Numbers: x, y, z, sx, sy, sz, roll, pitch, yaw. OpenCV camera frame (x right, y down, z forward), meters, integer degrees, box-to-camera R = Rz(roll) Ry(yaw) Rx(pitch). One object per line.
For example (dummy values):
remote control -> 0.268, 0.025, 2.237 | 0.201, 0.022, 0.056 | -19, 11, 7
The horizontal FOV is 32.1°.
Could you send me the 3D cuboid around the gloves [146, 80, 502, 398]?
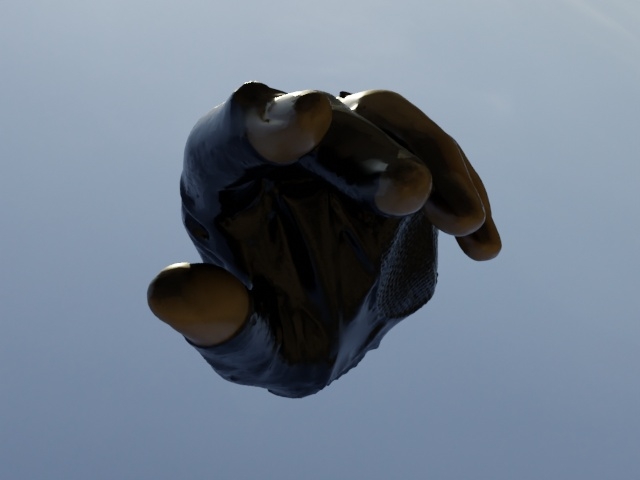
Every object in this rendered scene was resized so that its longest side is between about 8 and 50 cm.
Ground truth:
gloves -> -0.005, -0.003, 0.599 | 0.197, 0.301, 0.152 | -43, -93, -16
